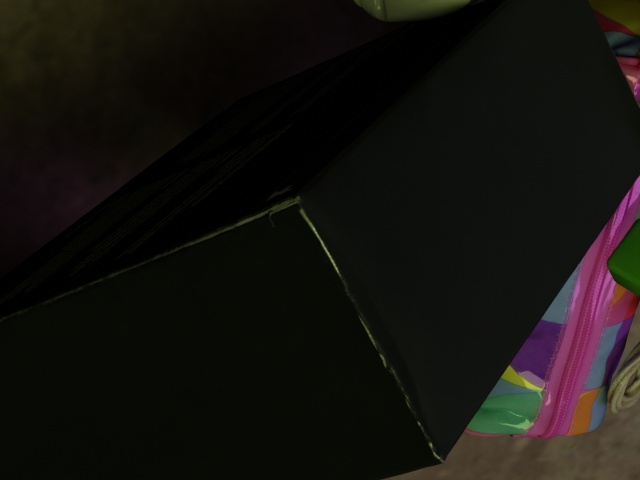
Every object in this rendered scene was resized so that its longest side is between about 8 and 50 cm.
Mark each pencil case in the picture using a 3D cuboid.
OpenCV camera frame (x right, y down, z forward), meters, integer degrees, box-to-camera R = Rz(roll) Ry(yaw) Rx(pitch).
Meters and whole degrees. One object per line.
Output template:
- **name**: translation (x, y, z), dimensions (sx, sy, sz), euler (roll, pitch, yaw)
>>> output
- **pencil case**: translation (0.117, -0.012, 0.796), dimensions (0.104, 0.104, 0.236), euler (2, 124, -13)

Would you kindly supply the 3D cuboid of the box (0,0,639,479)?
- **box**: translation (0.000, 0.000, 0.644), dimensions (0.184, 0.261, 0.103), euler (-24, 102, 35)

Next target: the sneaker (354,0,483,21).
- **sneaker**: translation (0.042, -0.212, 0.665), dimensions (0.094, 0.153, 0.235), euler (-27, 90, 43)

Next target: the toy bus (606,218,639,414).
- **toy bus**: translation (0.227, -0.001, 0.757), dimensions (0.191, 0.104, 0.202), euler (-47, 153, -18)
